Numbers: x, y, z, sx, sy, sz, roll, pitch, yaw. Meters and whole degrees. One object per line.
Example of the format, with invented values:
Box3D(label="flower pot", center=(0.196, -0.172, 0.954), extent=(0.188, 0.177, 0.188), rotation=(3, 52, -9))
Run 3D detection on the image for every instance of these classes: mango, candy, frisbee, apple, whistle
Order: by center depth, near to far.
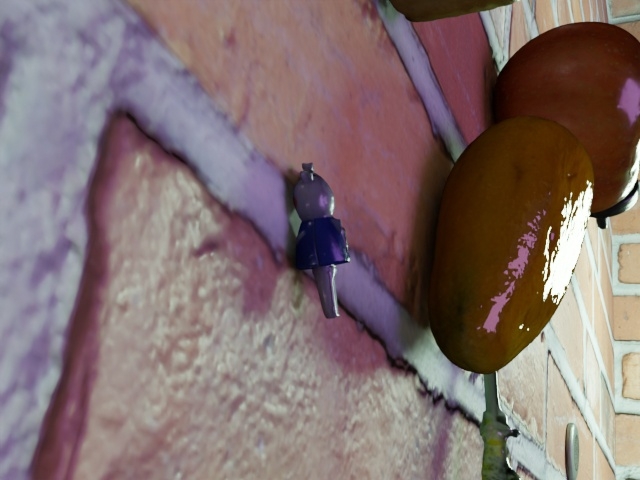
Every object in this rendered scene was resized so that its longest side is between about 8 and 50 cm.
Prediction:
Box3D(label="whistle", center=(0.000, 0.000, 0.378), extent=(0.033, 0.029, 0.083), rotation=(17, 65, -79))
Box3D(label="mango", center=(0.164, -0.004, 0.616), extent=(0.316, 0.119, 0.176), rotation=(-57, 145, -44))
Box3D(label="candy", center=(0.161, 0.173, 0.662), extent=(0.091, 0.083, 0.305), rotation=(53, 34, -47))
Box3D(label="apple", center=(0.300, -0.144, 0.858), extent=(0.210, 0.173, 0.234), rotation=(-52, 142, -59))
Box3D(label="frisbee", center=(0.480, 0.402, 1.348), extent=(0.110, 0.014, 0.110), rotation=(-2, 90, -64))

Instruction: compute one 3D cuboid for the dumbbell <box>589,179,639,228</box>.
Box3D(label="dumbbell", center=(0.525, -0.151, 1.348), extent=(0.143, 0.143, 0.325), rotation=(-65, 143, -44))

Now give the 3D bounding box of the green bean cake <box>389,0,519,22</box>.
Box3D(label="green bean cake", center=(0.085, -0.300, 0.472), extent=(0.233, 0.124, 0.236), rotation=(45, 49, -54))
